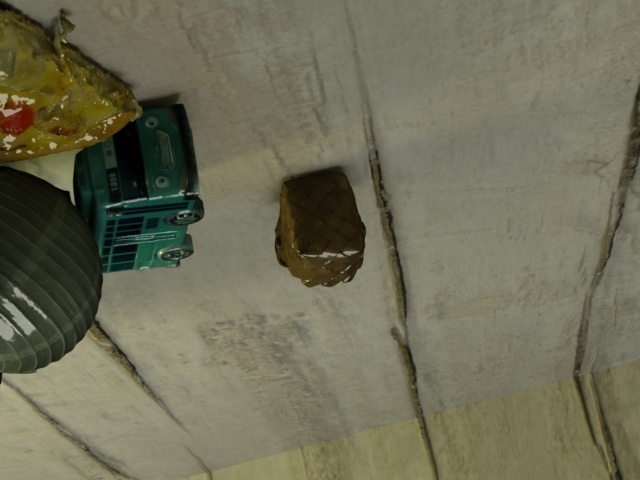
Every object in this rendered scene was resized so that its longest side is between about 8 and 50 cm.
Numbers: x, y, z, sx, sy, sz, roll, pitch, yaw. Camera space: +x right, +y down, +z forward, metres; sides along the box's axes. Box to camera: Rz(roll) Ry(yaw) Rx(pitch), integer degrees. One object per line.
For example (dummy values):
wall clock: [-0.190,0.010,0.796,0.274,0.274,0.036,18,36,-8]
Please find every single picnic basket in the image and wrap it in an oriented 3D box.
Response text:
picnic basket: [0.000,0.000,2.178,0.128,0.138,0.178,-7,158,-10]

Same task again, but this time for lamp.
lamp: [-0.357,0.030,1.796,0.233,0.233,0.265,-27,121,31]

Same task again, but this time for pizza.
pizza: [-0.334,-0.151,1.638,0.280,0.075,0.288,-14,161,-4]

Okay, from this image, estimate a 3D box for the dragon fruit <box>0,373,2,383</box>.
dragon fruit: [-0.584,0.233,2.276,0.302,0.240,0.330,0,157,17]

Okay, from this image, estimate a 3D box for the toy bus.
toy bus: [-0.221,-0.056,1.897,0.147,0.128,0.256,-8,161,-13]
